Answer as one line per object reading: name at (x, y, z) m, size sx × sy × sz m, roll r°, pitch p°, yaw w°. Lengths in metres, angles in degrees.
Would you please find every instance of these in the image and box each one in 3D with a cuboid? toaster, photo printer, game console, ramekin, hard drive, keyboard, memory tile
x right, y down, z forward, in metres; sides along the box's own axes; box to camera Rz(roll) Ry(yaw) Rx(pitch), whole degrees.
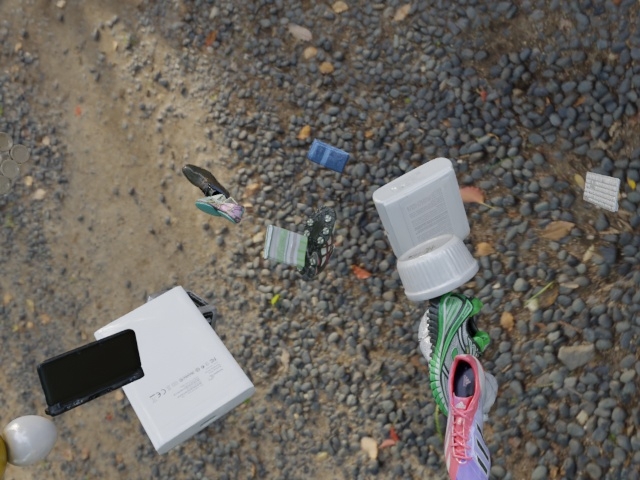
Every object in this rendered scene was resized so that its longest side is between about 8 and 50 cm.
toaster at (-0.423, 0.227, 1.631) m, size 0.186 × 0.168 × 0.110 m, roll 26°, pitch 106°, yaw 30°
photo printer at (0.319, -0.069, 1.680) m, size 0.256 × 0.307 × 0.107 m, roll -29°, pitch 36°, yaw -2°
game console at (-0.306, 0.174, 0.725) m, size 0.107 × 0.122 × 0.071 m, roll -24°, pitch 86°, yaw 55°
ramekin at (0.302, 0.065, 1.455) m, size 0.207 × 0.207 × 0.109 m, roll -24°, pitch 98°, yaw 29°
hard drive at (-0.341, 0.279, 1.255) m, size 0.353 × 0.233 × 0.047 m, roll 44°, pitch 153°, yaw 34°
keyboard at (0.657, -0.118, 1.288) m, size 0.014 × 0.256 × 0.072 m, roll -1°, pitch 100°, yaw 12°
memory tile at (-0.624, -0.163, 1.010) m, size 0.012 × 0.148 × 0.113 m, roll -2°, pitch 60°, yaw 37°

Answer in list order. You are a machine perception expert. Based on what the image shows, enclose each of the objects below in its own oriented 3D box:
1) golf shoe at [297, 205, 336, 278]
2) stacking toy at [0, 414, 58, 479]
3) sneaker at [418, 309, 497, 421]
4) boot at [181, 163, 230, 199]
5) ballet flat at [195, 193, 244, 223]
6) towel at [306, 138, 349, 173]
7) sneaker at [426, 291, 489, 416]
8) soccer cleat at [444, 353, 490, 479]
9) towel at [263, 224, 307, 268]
golf shoe at (0.000, 0.000, 1.916) m, size 0.105 × 0.120 × 0.272 m, roll 32°, pitch 114°, yaw 27°
stacking toy at (-0.833, 0.513, 1.207) m, size 0.351 × 0.480 × 0.350 m, roll 6°, pitch 99°, yaw 45°
sneaker at (0.426, 0.382, 1.695) m, size 0.137 × 0.210 × 0.365 m, roll -31°, pitch 45°, yaw 26°
boot at (-0.431, -0.214, 2.098) m, size 0.082 × 0.219 × 0.106 m, roll -53°, pitch 24°, yaw 3°
ballet flat at (-0.330, -0.115, 1.841) m, size 0.222 × 0.077 × 0.079 m, roll 20°, pitch 67°, yaw 41°
towel at (0.024, -0.253, 1.651) m, size 0.120 × 0.029 × 0.067 m, roll 24°, pitch 93°, yaw 1°
sneaker at (0.361, 0.304, 1.424) m, size 0.146 × 0.134 × 0.343 m, roll -1°, pitch 98°, yaw 27°
soccer cleat at (0.260, 0.329, 0.991) m, size 0.083 × 0.095 × 0.247 m, roll -4°, pitch 64°, yaw 28°
towel at (-0.108, 0.020, 1.758) m, size 0.023 × 0.152 × 0.113 m, roll -12°, pitch 66°, yaw 53°
